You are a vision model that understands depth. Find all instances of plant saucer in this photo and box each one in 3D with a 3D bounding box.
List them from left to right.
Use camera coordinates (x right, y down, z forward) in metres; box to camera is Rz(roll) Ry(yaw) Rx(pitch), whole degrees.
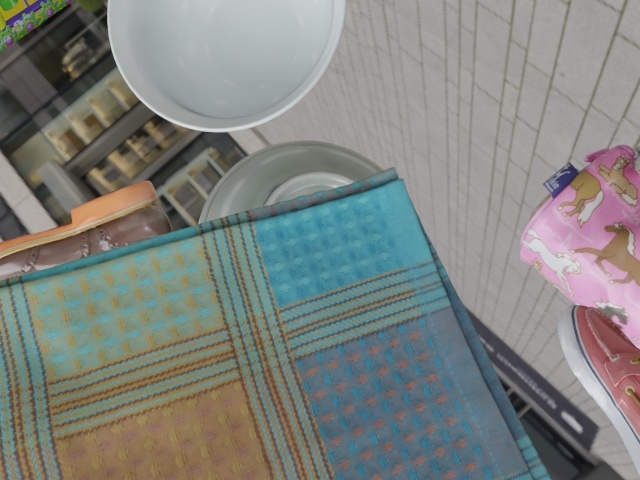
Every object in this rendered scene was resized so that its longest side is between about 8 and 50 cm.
[{"bbox_3d":[0.000,0.000,0.977,0.400,0.400,0.100,48,158,5],"label":"plant saucer"}]

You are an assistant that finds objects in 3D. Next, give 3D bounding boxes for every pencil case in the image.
[{"bbox_3d":[0.397,0.060,0.602,0.386,0.160,0.167,42,159,24],"label":"pencil case"}]

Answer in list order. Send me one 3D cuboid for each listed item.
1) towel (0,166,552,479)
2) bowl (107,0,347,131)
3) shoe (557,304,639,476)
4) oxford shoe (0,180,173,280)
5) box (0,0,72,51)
[{"bbox_3d":[-0.057,0.114,0.367,0.040,0.370,0.271,117,133,-65],"label":"towel"},{"bbox_3d":[-0.101,-0.273,0.748,0.298,0.298,0.134,47,-170,9],"label":"bowl"},{"bbox_3d":[0.243,0.103,0.418,0.064,0.081,0.178,9,-137,-27],"label":"shoe"},{"bbox_3d":[-0.387,0.046,0.858,0.130,0.364,0.132,-113,-3,-83],"label":"oxford shoe"},{"bbox_3d":[-0.343,-0.266,0.405,0.177,0.290,0.279,27,148,15],"label":"box"}]
